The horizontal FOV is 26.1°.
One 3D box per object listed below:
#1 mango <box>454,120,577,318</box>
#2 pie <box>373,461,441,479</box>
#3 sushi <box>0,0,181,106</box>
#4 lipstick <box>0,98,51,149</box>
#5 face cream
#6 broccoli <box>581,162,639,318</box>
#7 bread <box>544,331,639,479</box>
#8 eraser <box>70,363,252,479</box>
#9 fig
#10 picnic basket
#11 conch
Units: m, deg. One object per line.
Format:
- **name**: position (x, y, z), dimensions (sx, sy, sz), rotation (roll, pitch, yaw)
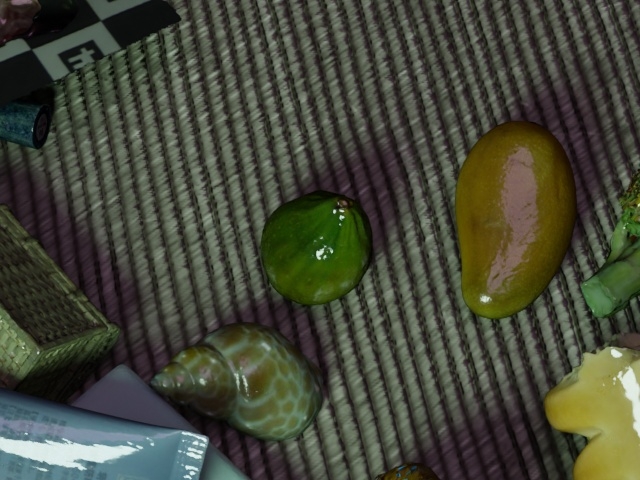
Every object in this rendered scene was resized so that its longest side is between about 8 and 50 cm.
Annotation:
- **mango**: position (0.212, -0.022, 1.518), dimensions (0.136, 0.099, 0.227), rotation (11, 76, -1)
- **pie**: position (0.057, 0.328, 1.296), dimensions (0.069, 0.273, 0.273), rotation (23, 67, -22)
- **sushi**: position (-0.381, -0.276, 1.619), dimensions (0.296, 0.100, 0.373), rotation (-30, 61, -22)
- **lipstick**: position (-0.428, -0.156, 1.591), dimensions (0.234, 0.053, 0.053), rotation (13, 68, 9)
- **face cream**: position (-0.302, 0.190, 1.316), dimensions (0.385, 0.086, 0.135), rotation (17, 107, 5)
- **broccoli**: position (0.359, 0.020, 1.445), dimensions (0.194, 0.220, 0.194), rotation (-1, 92, -24)
- **bread**: position (0.365, 0.191, 1.358), dimensions (0.316, 0.211, 0.270), rotation (-18, 89, -37)
- **eraser**: position (-0.159, 0.285, 1.383), dimensions (0.290, 0.104, 0.189), rotation (41, 80, 14)
- **fig**: position (0.000, 0.000, 1.473), dimensions (0.123, 0.156, 0.123), rotation (2, 71, -6)
- **picnic basket**: position (-0.330, 0.075, 1.435), dimensions (0.196, 0.154, 0.134), rotation (44, 115, 15)
- **conch**: position (-0.076, 0.143, 1.445), dimensions (0.173, 0.106, 0.116), rotation (31, 89, -4)
